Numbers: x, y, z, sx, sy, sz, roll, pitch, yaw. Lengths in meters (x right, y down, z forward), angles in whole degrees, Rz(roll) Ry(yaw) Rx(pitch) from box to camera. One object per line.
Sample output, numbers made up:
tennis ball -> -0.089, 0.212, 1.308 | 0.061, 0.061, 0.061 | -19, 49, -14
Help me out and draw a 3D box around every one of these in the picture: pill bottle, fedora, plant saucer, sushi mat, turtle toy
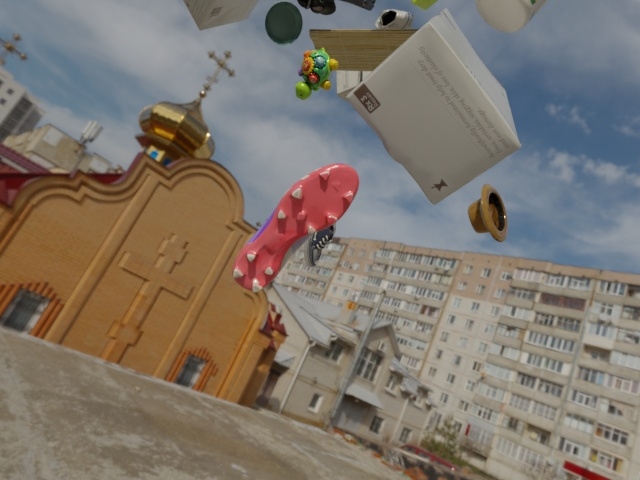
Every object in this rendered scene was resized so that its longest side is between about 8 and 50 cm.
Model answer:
pill bottle -> 0.403, -0.511, 0.802 | 0.118, 0.208, 0.117 | 41, 0, 0
fedora -> 0.505, -0.078, 1.303 | 0.079, 0.194, 0.194 | -17, -41, 40
plant saucer -> -0.113, -0.653, 1.282 | 0.119, 0.119, 0.021 | 39, 10, -41
sushi mat -> 0.126, -0.525, 1.187 | 0.317, 0.019, 0.151 | 12, -16, 23
turtle toy -> -0.020, -0.408, 1.047 | 0.066, 0.130, 0.095 | -5, 37, -47

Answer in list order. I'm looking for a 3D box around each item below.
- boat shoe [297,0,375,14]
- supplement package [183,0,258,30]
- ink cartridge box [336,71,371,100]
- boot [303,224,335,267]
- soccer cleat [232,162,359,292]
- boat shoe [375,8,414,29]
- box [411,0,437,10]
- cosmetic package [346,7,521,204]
boat shoe -> -0.010, -0.705, 1.167 | 0.187, 0.501, 0.155 | 46, -41, 28
supplement package -> -0.336, -0.852, 1.339 | 0.199, 0.198, 0.262 | -17, -76, 57
ink cartridge box -> 0.224, -0.629, 1.669 | 0.273, 0.114, 0.197 | -8, -9, 40
boot -> 0.000, 0.000, 1.425 | 0.086, 0.189, 0.069 | 6, 4, 34
soccer cleat -> -0.042, -0.024, 0.641 | 0.083, 0.248, 0.095 | 39, 15, -13
boat shoe -> 0.241, -0.778, 1.495 | 0.076, 0.083, 0.226 | 10, 14, -26
box -> 0.415, -0.893, 1.498 | 0.178, 0.042, 0.109 | -26, -6, 40
cosmetic package -> 0.205, -0.252, 0.735 | 0.156, 0.385, 0.217 | -36, -75, 31
